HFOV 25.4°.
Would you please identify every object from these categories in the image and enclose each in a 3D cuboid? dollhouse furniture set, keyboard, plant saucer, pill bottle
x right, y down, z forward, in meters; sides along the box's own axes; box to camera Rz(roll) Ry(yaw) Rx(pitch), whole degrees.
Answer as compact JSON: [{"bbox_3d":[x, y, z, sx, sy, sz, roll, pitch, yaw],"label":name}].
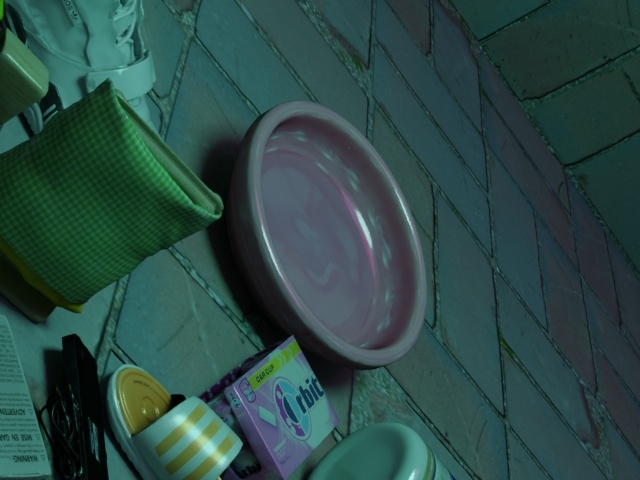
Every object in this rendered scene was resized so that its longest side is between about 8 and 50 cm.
[{"bbox_3d":[-0.238,-0.031,1.094,0.301,0.197,0.151,47,25,-33],"label":"dollhouse furniture set"},{"bbox_3d":[-0.207,0.166,1.180,0.100,0.038,0.192,72,4,-56],"label":"keyboard"},{"bbox_3d":[0.000,0.000,1.685,0.332,0.084,0.332,34,45,-41],"label":"plant saucer"},{"bbox_3d":[0.109,0.331,1.513,0.265,0.153,0.153,52,24,-25],"label":"pill bottle"}]

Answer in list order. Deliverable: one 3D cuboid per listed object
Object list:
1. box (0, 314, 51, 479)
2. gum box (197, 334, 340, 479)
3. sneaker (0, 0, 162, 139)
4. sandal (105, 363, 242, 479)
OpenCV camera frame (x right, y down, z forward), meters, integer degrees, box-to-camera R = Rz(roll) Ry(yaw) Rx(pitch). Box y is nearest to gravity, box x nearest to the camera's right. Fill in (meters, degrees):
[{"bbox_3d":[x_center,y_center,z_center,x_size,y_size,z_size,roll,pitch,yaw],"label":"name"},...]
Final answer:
[{"bbox_3d":[-0.278,0.125,0.820,0.114,0.203,0.103,16,51,-63],"label":"box"},{"bbox_3d":[-0.057,0.179,1.439,0.107,0.062,0.188,62,22,-2],"label":"gum box"},{"bbox_3d":[-0.199,-0.204,1.362,0.366,0.210,0.137,58,23,-13],"label":"sneaker"},{"bbox_3d":[-0.096,0.214,1.294,0.265,0.076,0.102,58,22,-12],"label":"sandal"}]
